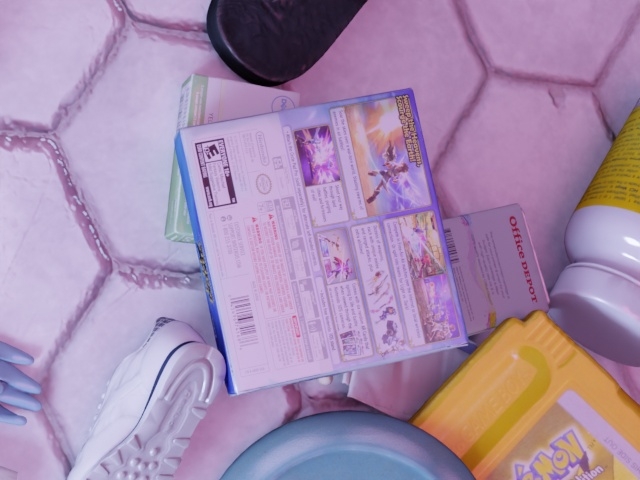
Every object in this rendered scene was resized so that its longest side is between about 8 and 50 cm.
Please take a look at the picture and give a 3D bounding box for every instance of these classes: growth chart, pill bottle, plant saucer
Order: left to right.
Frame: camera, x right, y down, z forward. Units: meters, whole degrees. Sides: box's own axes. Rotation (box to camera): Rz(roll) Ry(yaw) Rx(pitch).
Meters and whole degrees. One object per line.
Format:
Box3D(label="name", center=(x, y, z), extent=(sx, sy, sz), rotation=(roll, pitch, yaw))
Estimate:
Box3D(label="plant saucer", center=(0.030, 0.330, 1.702), extent=(0.318, 0.044, 0.317), rotation=(1, 85, -6))
Box3D(label="growth chart", center=(0.101, 0.129, 1.825), extent=(0.237, 0.021, 0.172), rotation=(31, 60, -19))
Box3D(label="pill bottle", center=(0.392, -0.032, 1.907), extent=(0.188, 0.188, 0.334), rotation=(40, 68, -16))

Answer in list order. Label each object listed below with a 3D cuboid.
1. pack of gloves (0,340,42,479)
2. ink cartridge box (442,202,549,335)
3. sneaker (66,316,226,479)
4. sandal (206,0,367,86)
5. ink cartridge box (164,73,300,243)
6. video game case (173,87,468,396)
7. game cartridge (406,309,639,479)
Box3D(label="pack of gloves", center=(-0.385, 0.158, 1.596), extent=(0.232, 0.046, 0.195), rotation=(31, 59, -22))
Box3D(label="ink cartridge box", center=(0.149, 0.040, 1.825), extent=(0.175, 0.072, 0.127), rotation=(-12, 85, -37))
Box3D(label="sneaker", center=(-0.187, 0.186, 1.659), extent=(0.235, 0.095, 0.090), rotation=(-54, 135, -3))
Box3D(label="sandal", center=(0.051, -0.348, 1.829), extent=(0.167, 0.107, 0.446), rotation=(39, 68, -16))
Box3D(label="ink cartridge box", center=(-0.038, -0.068, 1.769), extent=(0.235, 0.056, 0.171), rotation=(9, 78, -18))
Box3D(label="video game case", center=(0.000, 0.000, 1.697), extent=(0.244, 0.061, 0.269), rotation=(-11, 86, -13))
Box3D(label="game cartridge", center=(0.235, 0.272, 1.766), extent=(0.324, 0.053, 0.285), rotation=(44, 84, -3))
